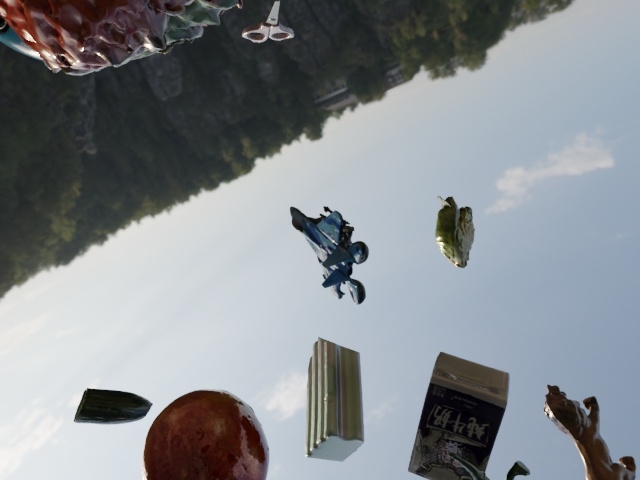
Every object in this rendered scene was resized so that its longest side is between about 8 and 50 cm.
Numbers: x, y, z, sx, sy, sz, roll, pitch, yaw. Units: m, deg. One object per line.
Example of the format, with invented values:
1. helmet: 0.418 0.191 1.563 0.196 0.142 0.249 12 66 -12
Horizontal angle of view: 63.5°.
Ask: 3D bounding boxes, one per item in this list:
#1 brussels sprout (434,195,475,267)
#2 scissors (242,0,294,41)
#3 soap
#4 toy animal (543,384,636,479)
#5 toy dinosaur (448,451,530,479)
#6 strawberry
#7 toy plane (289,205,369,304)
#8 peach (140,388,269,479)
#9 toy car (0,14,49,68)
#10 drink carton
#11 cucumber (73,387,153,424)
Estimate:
1. brussels sprout: 0.341 -0.022 1.332 0.100 0.181 0.139 5 -178 24
2. scissors: -0.088 -0.392 0.926 0.100 0.015 0.189 -4 -178 -11
3. soap: 0.037 0.452 1.535 0.208 0.115 0.347 120 -22 -43
4. toy animal: 0.618 0.478 1.190 0.158 0.312 0.097 1 148 -38
5. toy dinosaur: 0.334 0.563 0.944 0.301 0.447 0.087 -53 -172 15
6. strawberry: -0.239 -0.363 0.531 0.267 0.351 0.312 -12 -151 44
7. toy plane: 0.007 -0.002 0.877 0.078 0.169 0.246 -11 -146 -16
8. peach: -0.310 0.586 1.382 0.370 0.370 0.370 -23 -162 8
9. toy car: -0.449 -0.387 0.899 0.255 0.190 0.188 6 -136 11
10. drink carton: 0.252 0.338 0.954 0.134 0.222 0.102 15 -159 15
11. cucumber: -0.291 0.238 0.733 0.048 0.105 0.048 -27 -125 46
